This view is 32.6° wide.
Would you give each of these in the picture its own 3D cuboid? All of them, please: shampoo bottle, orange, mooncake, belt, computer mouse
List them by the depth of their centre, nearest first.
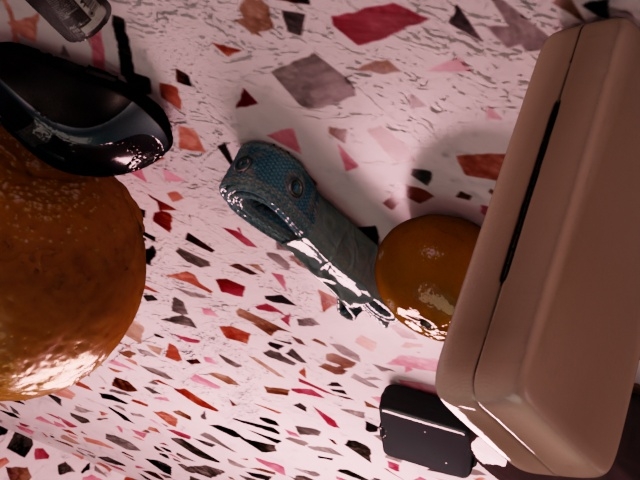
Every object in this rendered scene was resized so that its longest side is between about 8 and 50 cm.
[{"bbox_3d":[-0.269,-0.267,0.983,0.064,0.057,0.207,2,148,35],"label":"shampoo bottle"},{"bbox_3d":[0.133,0.044,1.192,0.156,0.124,0.156,14,154,7],"label":"orange"},{"bbox_3d":[-0.278,-0.132,1.201,0.233,0.096,0.137,19,154,3],"label":"computer mouse"},{"bbox_3d":[0.000,0.000,1.271,0.087,0.072,0.302,-10,138,40],"label":"belt"},{"bbox_3d":[-0.376,0.031,1.295,0.341,0.340,0.293,25,120,-6],"label":"orange"},{"bbox_3d":[0.317,0.252,1.433,0.245,0.133,0.245,18,154,9],"label":"mooncake"}]

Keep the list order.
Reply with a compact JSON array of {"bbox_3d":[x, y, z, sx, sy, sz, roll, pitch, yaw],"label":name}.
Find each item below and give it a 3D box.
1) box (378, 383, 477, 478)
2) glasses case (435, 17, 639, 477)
[{"bbox_3d":[0.174,0.306,1.735,0.160,0.050,0.230,15,153,13],"label":"box"},{"bbox_3d":[0.193,-0.001,0.824,0.076,0.336,0.144,-5,142,43],"label":"glasses case"}]
